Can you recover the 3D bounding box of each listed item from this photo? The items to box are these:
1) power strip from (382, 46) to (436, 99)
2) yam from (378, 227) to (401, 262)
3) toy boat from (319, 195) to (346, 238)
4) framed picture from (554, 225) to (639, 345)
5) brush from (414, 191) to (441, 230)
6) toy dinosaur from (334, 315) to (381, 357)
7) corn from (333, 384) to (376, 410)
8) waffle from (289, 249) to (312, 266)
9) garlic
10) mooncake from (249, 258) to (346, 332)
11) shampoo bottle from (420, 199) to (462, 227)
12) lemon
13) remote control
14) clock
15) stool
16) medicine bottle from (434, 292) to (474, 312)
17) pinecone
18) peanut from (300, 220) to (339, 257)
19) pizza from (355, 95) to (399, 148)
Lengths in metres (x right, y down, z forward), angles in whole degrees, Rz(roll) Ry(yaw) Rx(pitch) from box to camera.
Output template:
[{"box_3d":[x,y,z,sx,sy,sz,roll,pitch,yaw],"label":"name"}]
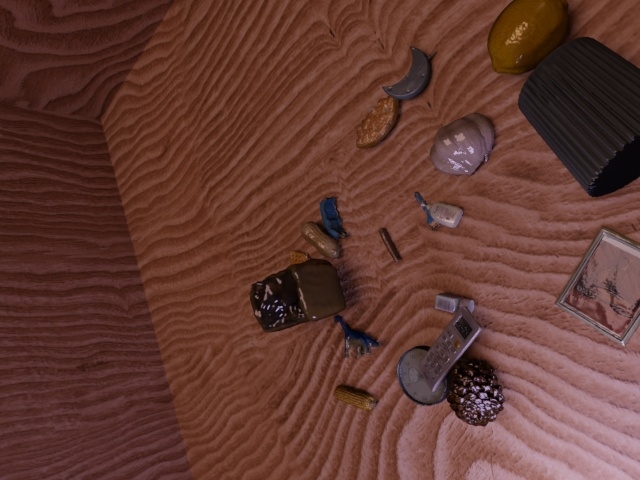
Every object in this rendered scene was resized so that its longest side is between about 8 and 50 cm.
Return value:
[{"box_3d":[0.330,-0.602,1.785,0.137,0.044,0.216,43,105,21],"label":"power strip"},{"box_3d":[0.265,0.018,1.897,0.032,0.032,0.146,-42,63,35],"label":"yam"},{"box_3d":[0.057,-0.093,2.056,0.077,0.075,0.186,-23,78,50],"label":"toy boat"},{"box_3d":[0.821,0.127,1.392,0.216,0.016,0.274,36,115,36],"label":"framed picture"},{"box_3d":[0.384,-0.111,1.794,0.051,0.014,0.164,-45,61,33],"label":"brush"},{"box_3d":[0.149,0.371,1.996,0.247,0.075,0.189,-29,65,46],"label":"toy dinosaur"},{"box_3d":[0.137,0.638,2.012,0.207,0.068,0.068,6,95,42],"label":"corn"},{"box_3d":[-0.088,0.095,2.235,0.134,0.021,0.092,9,98,43],"label":"waffle"},{"box_3d":[0.458,-0.320,1.635,0.229,0.142,0.178,-43,61,25],"label":"garlic"},{"box_3d":[-0.105,0.228,2.003,0.393,0.393,0.247,-16,78,8],"label":"mooncake"},{"box_3d":[0.415,-0.101,1.734,0.151,0.045,0.077,26,92,34],"label":"shampoo bottle"},{"box_3d":[0.603,-0.604,1.446,0.260,0.204,0.204,-48,61,29],"label":"lemon"},{"box_3d":[0.436,0.370,1.667,0.313,0.054,0.109,-63,31,27],"label":"remote control"},{"box_3d":[0.374,0.493,1.803,0.214,0.041,0.215,1,92,43],"label":"clock"},{"box_3d":[0.722,-0.332,1.294,0.297,0.297,0.330,-49,56,32],"label":"stool"},{"box_3d":[0.459,0.216,1.692,0.117,0.074,0.055,9,97,40],"label":"medicine bottle"},{"box_3d":[0.495,0.491,1.605,0.179,0.205,0.184,26,113,-8],"label":"pinecone"},{"box_3d":[0.000,0.000,2.099,0.214,0.090,0.099,43,157,30],"label":"peanut"},{"box_3d":[0.225,-0.450,1.900,0.127,0.058,0.247,39,113,28],"label":"pizza"}]
